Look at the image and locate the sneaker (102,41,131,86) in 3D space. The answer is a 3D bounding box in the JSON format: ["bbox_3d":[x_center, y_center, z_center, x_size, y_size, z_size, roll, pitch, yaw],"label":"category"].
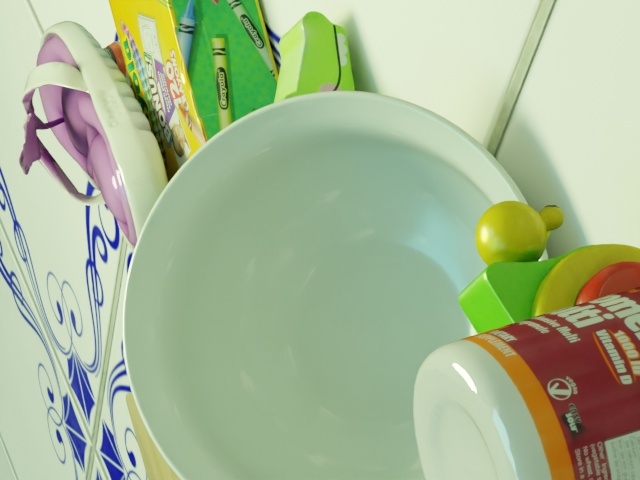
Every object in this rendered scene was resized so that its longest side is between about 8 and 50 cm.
[{"bbox_3d":[-0.240,-0.153,2.054,0.158,0.065,0.061,112,138,-57],"label":"sneaker"}]

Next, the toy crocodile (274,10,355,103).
[{"bbox_3d":[0.000,0.000,1.474,0.115,0.105,0.340,161,104,-70],"label":"toy crocodile"}]

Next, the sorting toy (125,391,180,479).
[{"bbox_3d":[-0.084,0.250,1.898,0.255,0.089,0.257,155,99,-69],"label":"sorting toy"}]

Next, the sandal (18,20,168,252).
[{"bbox_3d":[-0.230,-0.099,1.816,0.416,0.102,0.169,-139,36,-65],"label":"sandal"}]

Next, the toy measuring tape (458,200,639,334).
[{"bbox_3d":[0.195,0.112,1.110,0.330,0.121,0.121,58,155,11],"label":"toy measuring tape"}]

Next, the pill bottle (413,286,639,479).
[{"bbox_3d":[0.167,0.083,0.977,0.121,0.221,0.121,165,90,-69],"label":"pill bottle"}]

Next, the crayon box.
[{"bbox_3d":[-0.101,-0.136,1.695,0.165,0.081,0.278,162,92,-69],"label":"crayon box"}]

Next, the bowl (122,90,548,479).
[{"bbox_3d":[0.027,0.057,1.331,0.297,0.298,0.134,69,-164,15],"label":"bowl"}]
